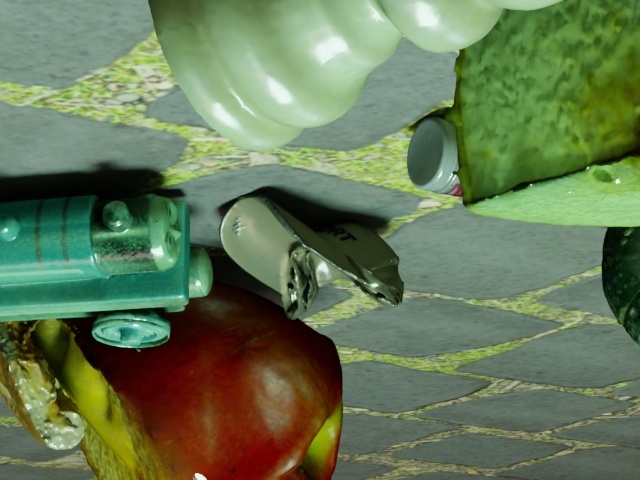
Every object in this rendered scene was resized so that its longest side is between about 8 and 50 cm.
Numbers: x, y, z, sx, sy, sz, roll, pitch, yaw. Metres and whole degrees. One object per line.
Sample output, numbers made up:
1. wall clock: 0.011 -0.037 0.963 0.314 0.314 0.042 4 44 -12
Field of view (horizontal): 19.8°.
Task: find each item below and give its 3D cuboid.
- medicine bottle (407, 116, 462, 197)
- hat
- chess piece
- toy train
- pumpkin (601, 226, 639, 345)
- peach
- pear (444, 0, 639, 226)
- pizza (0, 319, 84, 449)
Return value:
1. medicine bottle: 0.119 -0.061 1.422 0.091 0.058 0.058 8 160 -28
2. hat: 0.000 0.000 1.615 0.147 0.085 0.175 -3 143 44
3. chess piece: 0.044 -0.154 1.025 0.251 0.144 0.144 -19 156 32
4. toy train: -0.248 0.018 1.553 0.298 0.120 0.194 -4 157 8
5. pumpkin: 0.316 0.012 1.469 0.190 0.190 0.146 -9 152 21
6. peach: -0.148 0.155 1.735 0.338 0.281 0.281 14 166 15
7. pear: 0.250 -0.103 1.150 0.292 0.159 0.292 0 166 0
8. pizza: -0.282 0.102 1.703 0.062 0.161 0.182 -29 -156 -16
